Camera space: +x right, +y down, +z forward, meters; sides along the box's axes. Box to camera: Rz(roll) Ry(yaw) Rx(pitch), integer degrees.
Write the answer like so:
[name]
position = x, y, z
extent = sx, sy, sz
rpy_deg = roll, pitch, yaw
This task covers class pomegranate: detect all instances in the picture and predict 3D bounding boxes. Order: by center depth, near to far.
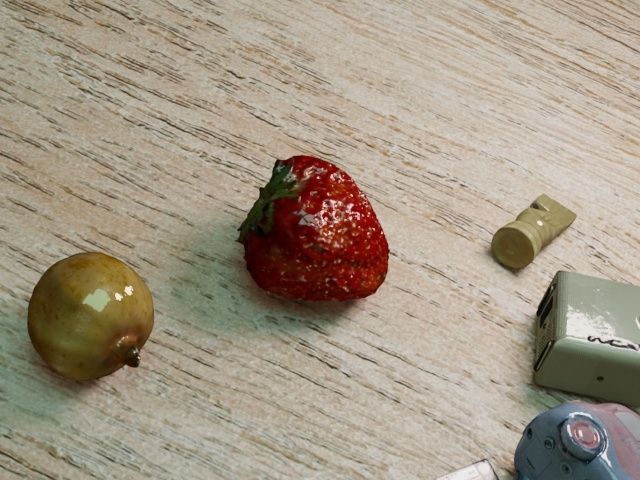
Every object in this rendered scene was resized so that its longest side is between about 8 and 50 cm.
[pomegranate]
position = -0.365, 0.120, 1.896
extent = 0.207, 0.207, 0.207
rpy_deg = 7, 52, -9

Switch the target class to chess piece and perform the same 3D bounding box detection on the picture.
[chess piece]
position = 0.415, -0.024, 2.283
extent = 0.090, 0.090, 0.200
rpy_deg = 39, 43, 16

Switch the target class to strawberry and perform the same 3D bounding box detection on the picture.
[strawberry]
position = 0.000, 0.000, 2.066
extent = 0.277, 0.257, 0.257
rpy_deg = 30, 50, -12

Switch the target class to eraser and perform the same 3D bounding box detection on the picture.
[eraser]
position = 0.231, 0.398, 1.933
extent = 0.122, 0.029, 0.052
rpy_deg = -16, 59, -24

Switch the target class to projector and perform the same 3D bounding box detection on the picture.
[projector]
position = 0.505, 0.175, 2.093
extent = 0.243, 0.163, 0.177
rpy_deg = 12, 52, 1

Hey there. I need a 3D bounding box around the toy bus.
[toy bus]
position = 0.470, 0.388, 1.909
extent = 0.232, 0.197, 0.294
rpy_deg = -15, 57, -36
